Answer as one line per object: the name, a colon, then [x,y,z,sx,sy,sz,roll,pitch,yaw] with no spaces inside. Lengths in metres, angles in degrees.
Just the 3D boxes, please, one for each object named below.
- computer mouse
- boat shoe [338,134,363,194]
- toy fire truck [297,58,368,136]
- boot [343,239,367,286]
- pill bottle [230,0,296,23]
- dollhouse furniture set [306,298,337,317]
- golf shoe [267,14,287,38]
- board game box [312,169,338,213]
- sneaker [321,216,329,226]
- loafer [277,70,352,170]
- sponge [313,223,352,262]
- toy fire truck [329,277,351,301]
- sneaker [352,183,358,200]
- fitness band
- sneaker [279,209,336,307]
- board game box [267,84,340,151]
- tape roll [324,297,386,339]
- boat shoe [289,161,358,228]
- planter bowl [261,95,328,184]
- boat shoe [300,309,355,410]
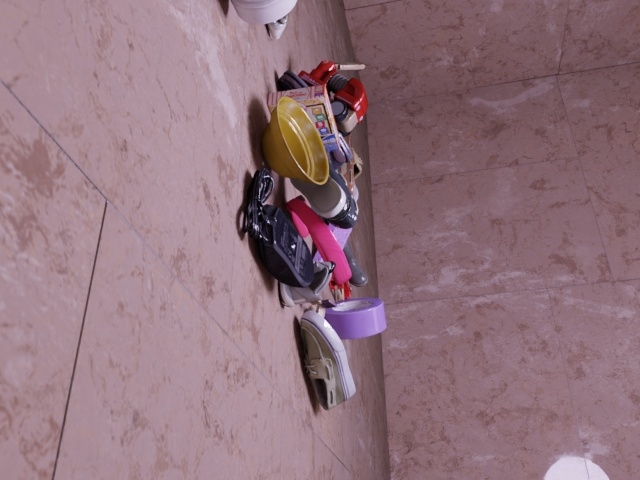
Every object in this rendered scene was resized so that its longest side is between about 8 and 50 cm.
computer mouse: [-0.098,-0.001,1.343,0.188,0.072,0.272,-84,151,-45]
boat shoe: [0.086,-0.255,2.242,0.122,0.120,0.324,102,1,-48]
toy fire truck: [0.061,-0.446,1.851,0.246,0.217,0.158,-53,158,-9]
boot: [0.095,0.048,2.247,0.189,0.076,0.208,52,-16,31]
pill bottle: [-0.141,-0.561,1.199,0.283,0.161,0.160,67,19,-58]
dollhouse furniture set: [-0.033,0.184,1.649,0.114,0.091,0.081,38,53,-35]
golf shoe: [-0.119,-0.611,1.687,0.086,0.069,0.176,105,-11,-59]
board game box: [-0.004,-0.291,2.006,0.253,0.079,0.336,73,14,-45]
sneaker: [0.029,-0.032,2.106,0.089,0.051,0.170,9,70,-79]
loafer: [-0.027,-0.313,1.728,0.302,0.095,0.109,52,-13,-22]
sponge: [0.037,0.011,1.950,0.210,0.031,0.117,-64,154,-27]
toy fire truck: [0.070,0.160,2.199,0.135,0.047,0.192,-84,165,-49]
sneaker: [0.073,-0.239,2.380,0.111,0.103,0.252,60,17,-61]
fitness band: [0.000,0.000,1.618,0.209,0.054,0.291,51,-7,31]
sneaker: [-0.031,0.037,1.480,0.086,0.132,0.228,33,51,-77]
board game box: [-0.039,-0.300,1.627,0.193,0.147,0.045,70,17,-53]
tape roll: [0.102,0.234,1.923,0.189,0.189,0.080,-44,125,-78]
boat shoe: [0.005,-0.131,1.574,0.091,0.114,0.302,42,18,-39]
planter bowl: [-0.073,-0.212,1.465,0.217,0.090,0.217,46,32,-40]
boat shoe: [0.008,0.312,1.610,0.094,0.109,0.302,-38,123,-27]
